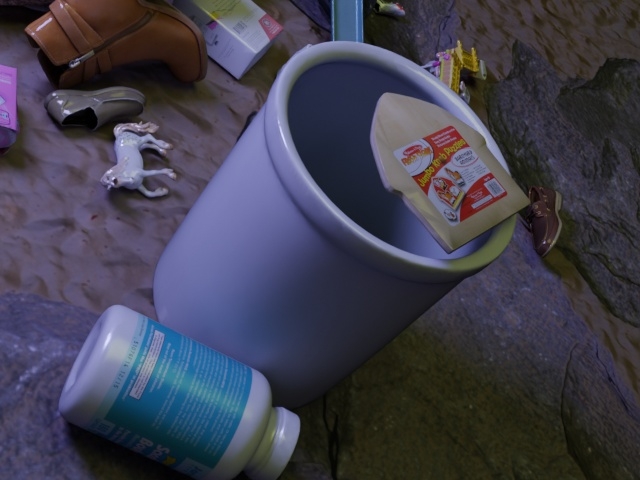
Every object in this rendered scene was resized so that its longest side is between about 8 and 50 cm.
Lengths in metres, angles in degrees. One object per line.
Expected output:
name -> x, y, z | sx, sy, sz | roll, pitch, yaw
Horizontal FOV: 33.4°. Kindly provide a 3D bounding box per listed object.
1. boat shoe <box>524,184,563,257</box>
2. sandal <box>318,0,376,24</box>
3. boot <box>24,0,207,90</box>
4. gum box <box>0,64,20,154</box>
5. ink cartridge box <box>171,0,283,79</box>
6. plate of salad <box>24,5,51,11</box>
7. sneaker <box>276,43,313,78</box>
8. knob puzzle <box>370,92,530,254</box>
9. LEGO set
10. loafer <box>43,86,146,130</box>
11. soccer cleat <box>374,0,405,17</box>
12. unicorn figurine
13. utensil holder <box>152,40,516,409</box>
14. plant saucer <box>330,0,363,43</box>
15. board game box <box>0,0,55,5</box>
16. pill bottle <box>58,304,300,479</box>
boat shoe -> 0.390, -0.036, 1.891 | 0.060, 0.064, 0.178 | 28, 38, -8
sandal -> -0.015, -0.597, 1.966 | 0.167, 0.107, 0.446 | -18, 87, -37
boot -> -0.287, -0.276, 1.534 | 0.109, 0.283, 0.220 | 39, 74, 25
gum box -> -0.482, -0.184, 1.371 | 0.188, 0.062, 0.107 | 11, 52, -29
ink cartridge box -> -0.172, -0.367, 1.735 | 0.198, 0.067, 0.115 | 40, 39, -4
plate of salad -> -0.431, -0.427, 1.611 | 0.199, 0.048, 0.200 | 20, 47, -23
sneaker -> -0.014, -0.223, 1.719 | 0.080, 0.094, 0.212 | 4, 55, -35
knob puzzle -> 0.125, -0.084, 1.194 | 0.213, 0.030, 0.213 | 19, 49, -23
LEGO set -> 0.222, -0.294, 1.970 | 0.132, 0.107, 0.287 | 65, 30, -27
loafer -> -0.314, -0.182, 1.501 | 0.148, 0.056, 0.050 | -7, 62, -28
soccer cleat -> 0.123, -0.446, 2.045 | 0.083, 0.029, 0.036 | 27, 54, -12
unicorn figurine -> -0.257, -0.104, 1.483 | 0.111, 0.060, 0.162 | 8, 37, -30
utensil holder -> 0.000, 0.000, 1.340 | 0.327, 0.385, 0.328 | 20, 47, -22
plant saucer -> 0.045, -0.392, 1.892 | 0.067, 0.018, 0.192 | 3, 85, -34
board game box -> -0.465, -0.461, 1.499 | 0.290, 0.141, 0.232 | -5, 59, -22
pill bottle -> -0.159, 0.192, 1.247 | 0.264, 0.146, 0.146 | 28, 45, -14
